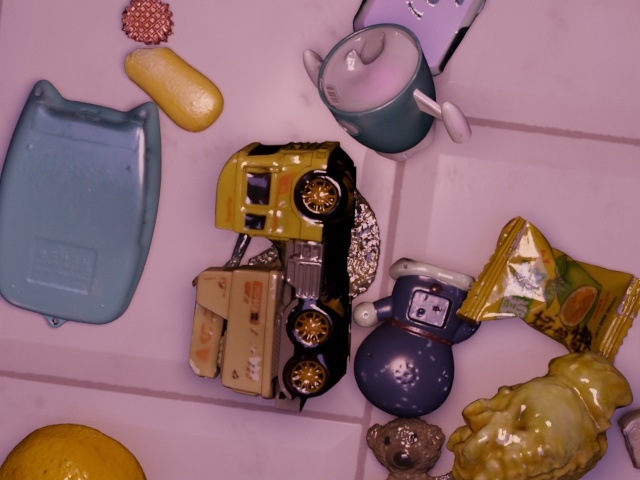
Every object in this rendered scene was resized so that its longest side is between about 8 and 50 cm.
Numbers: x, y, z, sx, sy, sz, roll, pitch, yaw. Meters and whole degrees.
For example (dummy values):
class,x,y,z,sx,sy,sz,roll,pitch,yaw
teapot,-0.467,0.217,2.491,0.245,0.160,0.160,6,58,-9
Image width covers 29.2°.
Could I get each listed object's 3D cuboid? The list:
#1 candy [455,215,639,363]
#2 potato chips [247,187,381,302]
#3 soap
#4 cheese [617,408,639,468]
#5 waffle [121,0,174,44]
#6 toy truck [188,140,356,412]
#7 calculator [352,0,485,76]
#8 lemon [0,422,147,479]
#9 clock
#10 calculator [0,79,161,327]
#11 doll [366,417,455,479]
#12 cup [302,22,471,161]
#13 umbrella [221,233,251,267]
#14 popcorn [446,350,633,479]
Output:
class,x,y,z,sx,sy,sz,roll,pitch,yaw
candy,0.365,0.092,1.901,0.297,0.081,0.187,27,89,-24
potato chips,0.000,0.000,1.954,0.202,0.029,0.220,17,98,0
soap,-0.228,-0.244,1.934,0.089,0.033,0.168,-45,92,3
cheese,0.574,0.296,1.952,0.192,0.037,0.097,-18,95,4
waffle,-0.270,-0.345,1.929,0.083,0.029,0.075,10,98,-2
toy truck,-0.069,0.048,1.862,0.253,0.180,0.405,6,102,4
calculator,0.172,-0.394,1.902,0.173,0.051,0.293,29,95,1
lemon,-0.379,0.405,1.897,0.253,0.228,0.228,29,95,-8
clock,0.142,0.152,1.906,0.199,0.146,0.243,18,88,-4
calculator,-0.389,-0.045,1.944,0.256,0.054,0.387,12,101,1
doll,0.142,0.422,1.961,0.202,0.091,0.286,20,106,12
cup,0.100,-0.210,1.848,0.299,0.173,0.167,26,75,34
umbrella,-0.128,0.015,1.959,0.044,0.044,0.269,25,86,25
popcorn,0.331,0.302,1.874,0.286,0.225,0.174,-30,61,-15
